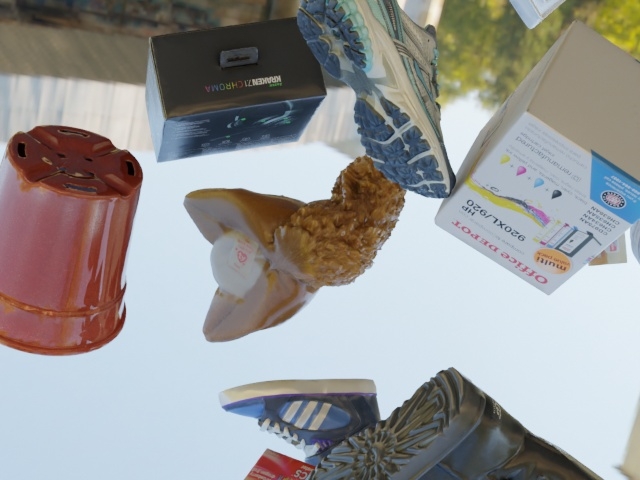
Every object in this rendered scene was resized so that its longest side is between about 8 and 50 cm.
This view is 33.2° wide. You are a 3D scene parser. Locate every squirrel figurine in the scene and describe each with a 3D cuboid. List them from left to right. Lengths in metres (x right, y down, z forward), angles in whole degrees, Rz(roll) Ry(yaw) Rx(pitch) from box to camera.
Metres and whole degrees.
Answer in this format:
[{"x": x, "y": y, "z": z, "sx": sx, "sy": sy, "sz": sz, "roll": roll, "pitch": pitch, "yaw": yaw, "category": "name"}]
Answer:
[{"x": 0.000, "y": 0.000, "z": 1.993, "sx": 0.397, "sy": 0.281, "sz": 0.370, "roll": -14, "pitch": 179, "yaw": 38, "category": "squirrel figurine"}]

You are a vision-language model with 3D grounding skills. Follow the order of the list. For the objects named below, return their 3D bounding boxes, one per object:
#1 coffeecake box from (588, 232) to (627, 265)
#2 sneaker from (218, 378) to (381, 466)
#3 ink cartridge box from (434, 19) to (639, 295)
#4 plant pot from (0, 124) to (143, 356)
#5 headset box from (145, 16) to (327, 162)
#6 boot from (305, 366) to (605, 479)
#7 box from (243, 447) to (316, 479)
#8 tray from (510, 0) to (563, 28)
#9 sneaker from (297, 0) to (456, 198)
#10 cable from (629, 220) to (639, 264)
[{"x": 0.484, "y": -0.063, "z": 1.846, "sx": 0.068, "sy": 0.142, "sz": 0.185, "roll": -6, "pitch": -153, "yaw": 15, "category": "coffeecake box"}, {"x": -0.032, "y": 0.392, "z": 2.084, "sx": 0.323, "sy": 0.236, "sz": 0.130, "roll": -1, "pitch": 167, "yaw": -10, "category": "sneaker"}, {"x": 0.270, "y": -0.085, "z": 1.207, "sx": 0.171, "sy": 0.232, "sz": 0.168, "roll": 33, "pitch": -124, "yaw": -1, "category": "ink cartridge box"}, {"x": -0.397, "y": -0.013, "z": 1.621, "sx": 0.272, "sy": 0.265, "sz": 0.272, "roll": 16, "pitch": -150, "yaw": -10, "category": "plant pot"}, {"x": -0.139, "y": -0.230, "z": 1.656, "sx": 0.246, "sy": 0.131, "sz": 0.283, "roll": -10, "pitch": 173, "yaw": -11, "category": "headset box"}, {"x": 0.232, "y": 0.418, "z": 1.546, "sx": 0.445, "sy": 0.367, "sz": 0.146, "roll": 37, "pitch": -151, "yaw": -24, "category": "boot"}, {"x": -0.012, "y": 0.466, "z": 1.804, "sx": 0.257, "sy": 0.122, "sz": 0.128, "roll": 13, "pitch": -130, "yaw": 37, "category": "box"}, {"x": 0.416, "y": -0.527, "z": 2.075, "sx": 0.270, "sy": 0.145, "sz": 0.030, "roll": 40, "pitch": -168, "yaw": -47, "category": "tray"}, {"x": 0.096, "y": -0.176, "z": 1.181, "sx": 0.122, "sy": 0.283, "sz": 0.110, "roll": -41, "pitch": -153, "yaw": -26, "category": "sneaker"}, {"x": 0.573, "y": -0.048, "z": 1.589, "sx": 0.257, "sy": 0.257, "sz": 0.089, "roll": 3, "pitch": -144, "yaw": -41, "category": "cable"}]
